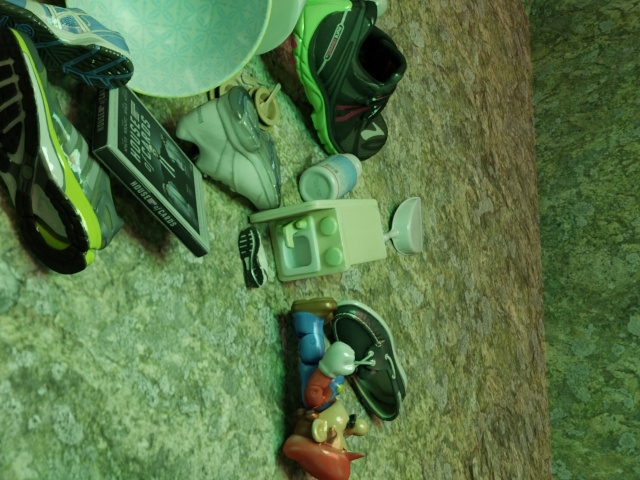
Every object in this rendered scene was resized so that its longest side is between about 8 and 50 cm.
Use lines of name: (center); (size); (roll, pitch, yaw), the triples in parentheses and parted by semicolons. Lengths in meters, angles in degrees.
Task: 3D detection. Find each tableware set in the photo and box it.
tableware set: (-0.131, -0.255, 1.298); (0.194, 0.039, 0.128); (-5, 84, -59)

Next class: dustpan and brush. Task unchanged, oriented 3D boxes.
dustpan and brush: (0.199, -0.022, 1.751); (0.211, 0.060, 0.148); (-28, 117, -64)

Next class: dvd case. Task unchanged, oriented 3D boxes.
dvd case: (-0.236, -0.108, 1.001); (0.239, 0.029, 0.179); (55, 15, -46)

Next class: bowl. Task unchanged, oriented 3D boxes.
bowl: (-0.229, -0.372, 1.027); (0.289, 0.289, 0.156); (51, 2, -37)

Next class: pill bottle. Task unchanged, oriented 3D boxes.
pill bottle: (0.026, -0.131, 1.465); (0.160, 0.087, 0.087); (-37, 111, -56)

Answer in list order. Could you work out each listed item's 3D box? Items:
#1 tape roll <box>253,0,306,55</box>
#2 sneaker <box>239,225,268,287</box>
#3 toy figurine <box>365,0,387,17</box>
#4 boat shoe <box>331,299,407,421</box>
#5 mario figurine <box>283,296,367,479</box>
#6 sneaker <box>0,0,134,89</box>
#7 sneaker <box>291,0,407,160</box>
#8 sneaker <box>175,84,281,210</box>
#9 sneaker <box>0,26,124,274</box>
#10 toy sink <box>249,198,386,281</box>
tape roll: (-0.129, -0.458, 1.173); (0.246, 0.246, 0.169); (54, 39, -34)
sneaker: (-0.115, 0.029, 1.235); (0.043, 0.040, 0.109); (3, 80, -75)
toy figurine: (0.010, -0.510, 1.448); (0.209, 0.213, 0.148); (21, 48, -55)
boat shoe: (0.101, 0.249, 1.431); (0.303, 0.114, 0.091); (56, 31, -30)
mario figurine: (0.027, 0.267, 1.253); (0.198, 0.170, 0.321); (18, 63, -57)
sneaker: (-0.345, -0.262, 0.898); (0.211, 0.080, 0.081); (18, 42, -33)
sneaker: (0.083, -0.311, 1.455); (0.483, 0.202, 0.185); (56, 36, -64)
sneaker: (-0.143, -0.142, 1.177); (0.297, 0.129, 0.111); (65, 14, -57)
sneaker: (-0.336, -0.113, 0.873); (0.121, 0.111, 0.300); (-50, 127, -66)
toy sink: (0.000, 0.000, 1.315); (0.234, 0.152, 0.131); (-6, 85, -60)
